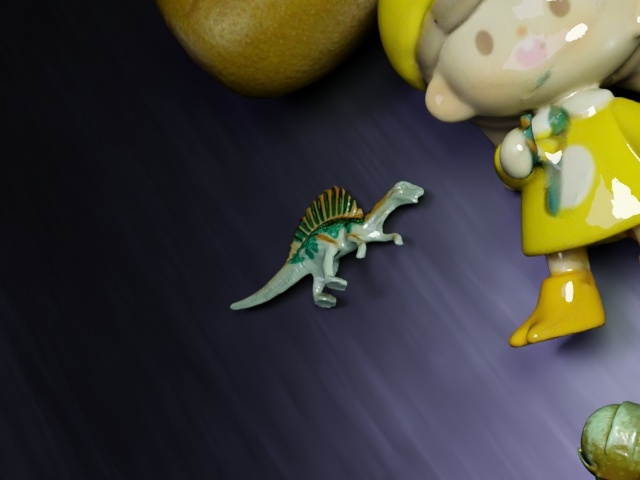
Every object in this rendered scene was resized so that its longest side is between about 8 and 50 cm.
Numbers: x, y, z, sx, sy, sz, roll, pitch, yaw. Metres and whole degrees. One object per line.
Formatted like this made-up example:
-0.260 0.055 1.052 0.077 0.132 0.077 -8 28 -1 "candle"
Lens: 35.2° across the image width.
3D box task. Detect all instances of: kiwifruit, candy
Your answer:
-0.026 -0.235 0.844 0.234 0.196 0.196 -46 59 10 "kiwifruit"
0.269 0.159 0.657 0.203 0.061 0.061 17 88 26 "candy"

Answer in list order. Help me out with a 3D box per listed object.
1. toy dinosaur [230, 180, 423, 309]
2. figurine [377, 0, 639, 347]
0.002 0.002 0.866 0.187 0.044 0.106 -14 58 43 "toy dinosaur"
0.159 -0.106 0.708 0.215 0.187 0.343 -16 76 19 "figurine"
